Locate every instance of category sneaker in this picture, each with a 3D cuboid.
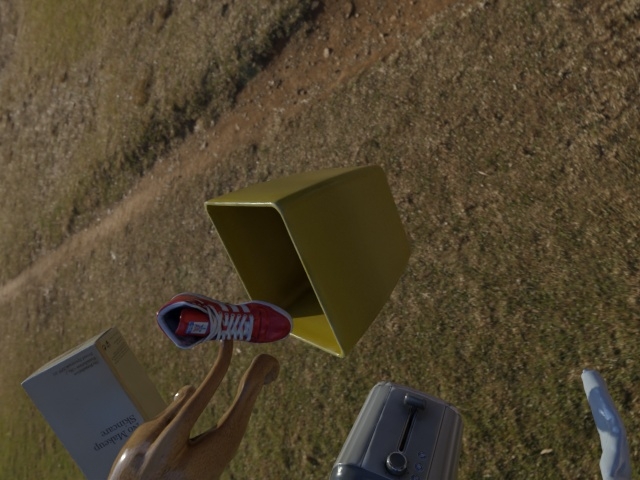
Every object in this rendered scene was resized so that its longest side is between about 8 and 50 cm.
[{"bbox_3d":[-0.085,0.074,0.426,0.118,0.067,0.042,8,93,1],"label":"sneaker"}]

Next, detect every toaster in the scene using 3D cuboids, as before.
[{"bbox_3d":[0.088,0.274,0.553,0.129,0.146,0.227,15,131,19],"label":"toaster"}]

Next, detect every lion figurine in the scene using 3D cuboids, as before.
[{"bbox_3d":[-0.151,0.269,0.432,0.142,0.240,0.392,9,99,12],"label":"lion figurine"}]

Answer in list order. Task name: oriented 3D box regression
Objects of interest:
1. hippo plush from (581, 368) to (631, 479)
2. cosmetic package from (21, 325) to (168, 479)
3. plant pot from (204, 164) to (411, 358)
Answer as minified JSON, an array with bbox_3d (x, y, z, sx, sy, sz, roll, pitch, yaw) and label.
[{"bbox_3d":[0.134,0.222,0.206,0.234,0.237,0.294,22,88,52],"label":"hippo plush"},{"bbox_3d":[-0.399,0.343,0.928,0.160,0.113,0.309,-30,98,0],"label":"cosmetic package"},{"bbox_3d":[0.000,0.000,0.668,0.212,0.187,0.212,8,126,55],"label":"plant pot"}]
